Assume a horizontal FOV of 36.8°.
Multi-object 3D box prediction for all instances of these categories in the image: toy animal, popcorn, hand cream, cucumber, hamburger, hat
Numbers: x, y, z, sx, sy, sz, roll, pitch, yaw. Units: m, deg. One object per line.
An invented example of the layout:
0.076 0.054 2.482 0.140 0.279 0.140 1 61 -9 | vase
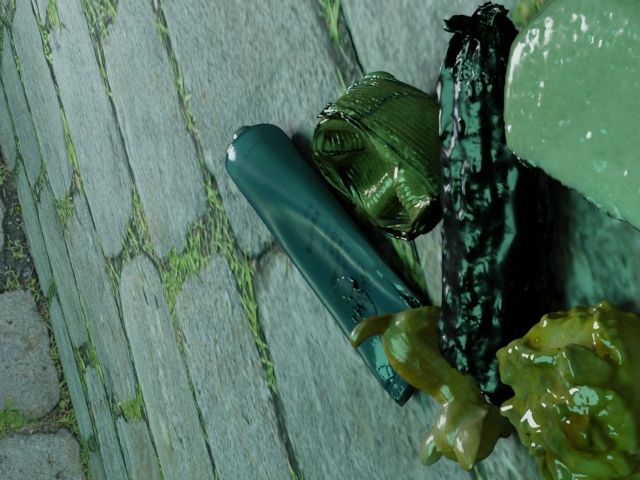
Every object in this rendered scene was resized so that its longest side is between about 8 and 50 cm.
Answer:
0.057 0.078 0.485 0.060 0.081 0.083 131 142 -61 | toy animal
0.105 0.064 0.377 0.082 0.057 0.083 -137 36 -55 | popcorn
0.000 0.000 0.617 0.224 0.048 0.083 52 146 35 | hand cream
0.076 -0.011 0.413 0.053 0.053 0.182 35 134 58 | cucumber
0.114 -0.047 0.301 0.121 0.054 0.084 50 142 43 | hamburger
0.039 -0.046 0.468 0.076 0.059 0.077 38 162 3 | hat
